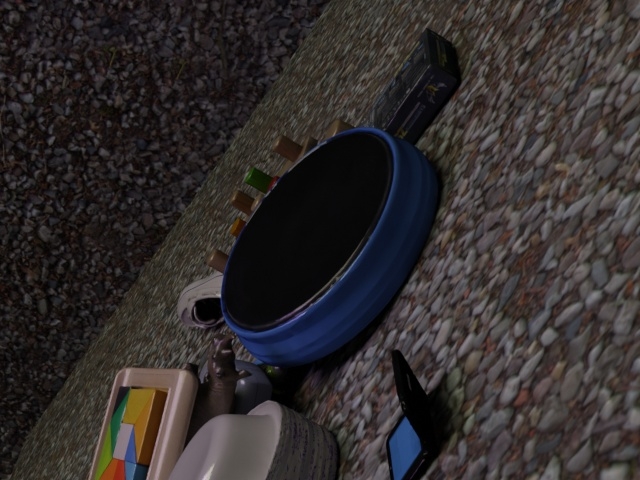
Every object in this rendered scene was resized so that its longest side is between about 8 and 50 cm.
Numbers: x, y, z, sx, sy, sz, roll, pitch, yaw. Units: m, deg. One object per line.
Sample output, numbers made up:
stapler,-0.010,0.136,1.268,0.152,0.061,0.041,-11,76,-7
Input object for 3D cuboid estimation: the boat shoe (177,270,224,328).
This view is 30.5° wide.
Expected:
boat shoe,-0.235,0.140,2.446,0.267,0.096,0.088,-28,29,50

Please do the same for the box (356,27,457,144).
box,0.136,-0.219,1.939,0.232,0.059,0.183,-54,15,24

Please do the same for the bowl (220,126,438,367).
bowl,0.000,0.000,1.721,0.391,0.077,0.391,-37,32,27

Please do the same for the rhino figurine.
rhino figurine,-0.157,0.224,1.653,0.243,0.073,0.106,-64,34,30

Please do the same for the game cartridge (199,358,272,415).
game cartridge,-0.144,0.280,1.789,0.297,0.062,0.198,167,109,-72

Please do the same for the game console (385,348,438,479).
game console,0.082,0.196,1.260,0.071,0.107,0.122,-27,22,9

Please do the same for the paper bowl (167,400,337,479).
paper bowl,-0.112,0.336,1.489,0.284,0.148,0.284,-55,14,22

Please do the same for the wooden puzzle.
wooden puzzle,-0.266,0.288,1.674,0.239,0.044,0.220,-7,66,57

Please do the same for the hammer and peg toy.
hammer and peg toy,-0.074,-0.077,2.237,0.361,0.127,0.266,-47,18,41

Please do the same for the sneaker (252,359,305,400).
sneaker,-0.053,0.198,1.765,0.188,0.067,0.078,-43,39,49
